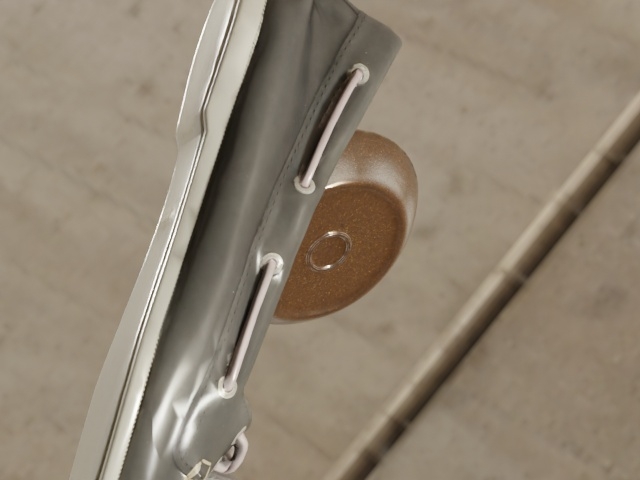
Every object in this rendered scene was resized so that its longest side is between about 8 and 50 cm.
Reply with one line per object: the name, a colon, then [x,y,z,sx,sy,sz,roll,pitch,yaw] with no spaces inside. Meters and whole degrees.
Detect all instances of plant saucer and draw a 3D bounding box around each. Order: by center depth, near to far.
plant saucer: [0.000,0.000,1.531,0.036,0.199,0.198,54,-6,40]

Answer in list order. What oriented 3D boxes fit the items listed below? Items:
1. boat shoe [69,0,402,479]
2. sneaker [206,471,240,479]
boat shoe: [-0.044,0.031,0.924,0.096,0.335,0.112,17,-4,-13]
sneaker: [-0.078,0.312,1.834,0.269,0.153,0.101,21,-4,-25]
